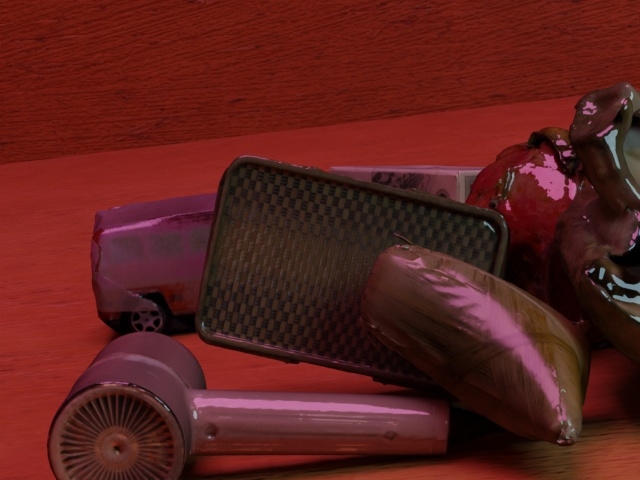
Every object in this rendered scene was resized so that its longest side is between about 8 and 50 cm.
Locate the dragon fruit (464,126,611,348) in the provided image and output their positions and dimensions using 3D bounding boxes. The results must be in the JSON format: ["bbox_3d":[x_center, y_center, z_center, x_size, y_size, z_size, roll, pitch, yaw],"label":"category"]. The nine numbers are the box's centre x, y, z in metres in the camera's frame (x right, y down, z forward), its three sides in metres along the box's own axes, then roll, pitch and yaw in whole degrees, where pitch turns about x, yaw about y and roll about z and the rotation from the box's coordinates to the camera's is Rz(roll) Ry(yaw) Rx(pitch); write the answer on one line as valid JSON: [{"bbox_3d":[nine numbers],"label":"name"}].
[{"bbox_3d":[0.252,-0.004,1.520,0.282,0.211,0.147,-14,15,-19],"label":"dragon fruit"}]

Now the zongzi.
[{"bbox_3d":[0.116,0.083,1.224,0.194,0.099,0.197,25,15,2],"label":"zongzi"}]

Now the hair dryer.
[{"bbox_3d":[-0.027,0.142,1.277,0.344,0.106,0.189,2,9,2],"label":"hair dryer"}]

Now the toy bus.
[{"bbox_3d":[-0.107,0.022,1.821,0.303,0.147,0.127,-8,16,1],"label":"toy bus"}]

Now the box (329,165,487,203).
[{"bbox_3d":[0.147,-0.053,1.950,0.164,0.069,0.256,-3,5,-34],"label":"box"}]

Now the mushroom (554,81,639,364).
[{"bbox_3d":[0.291,0.035,1.326,0.212,0.292,0.217,-29,31,54],"label":"mushroom"}]

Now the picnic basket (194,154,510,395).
[{"bbox_3d":[0.028,0.032,1.395,0.267,0.165,0.139,12,-2,1],"label":"picnic basket"}]
